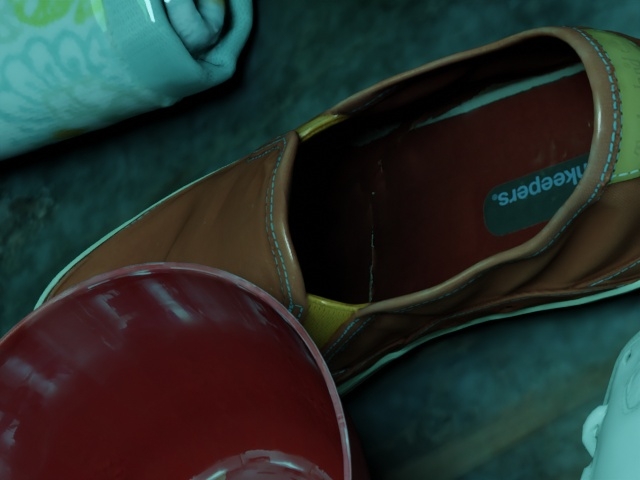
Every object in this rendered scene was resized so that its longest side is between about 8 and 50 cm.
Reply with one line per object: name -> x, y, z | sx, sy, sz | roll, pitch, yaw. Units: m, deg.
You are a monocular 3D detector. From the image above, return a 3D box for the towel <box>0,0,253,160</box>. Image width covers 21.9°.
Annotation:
towel -> -0.178, -0.209, 0.853 | 0.320, 0.090, 0.374 | -16, 65, 36

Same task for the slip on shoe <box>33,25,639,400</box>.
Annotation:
slip on shoe -> 0.000, 0.000, 0.633 | 0.331, 0.101, 0.123 | -20, 65, 33

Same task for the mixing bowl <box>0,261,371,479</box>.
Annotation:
mixing bowl -> -0.048, 0.110, 0.584 | 0.181, 0.098, 0.181 | -14, 60, 25

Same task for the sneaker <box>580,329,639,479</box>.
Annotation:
sneaker -> 0.129, 0.098, 0.516 | 0.297, 0.111, 0.129 | -54, 35, 5
